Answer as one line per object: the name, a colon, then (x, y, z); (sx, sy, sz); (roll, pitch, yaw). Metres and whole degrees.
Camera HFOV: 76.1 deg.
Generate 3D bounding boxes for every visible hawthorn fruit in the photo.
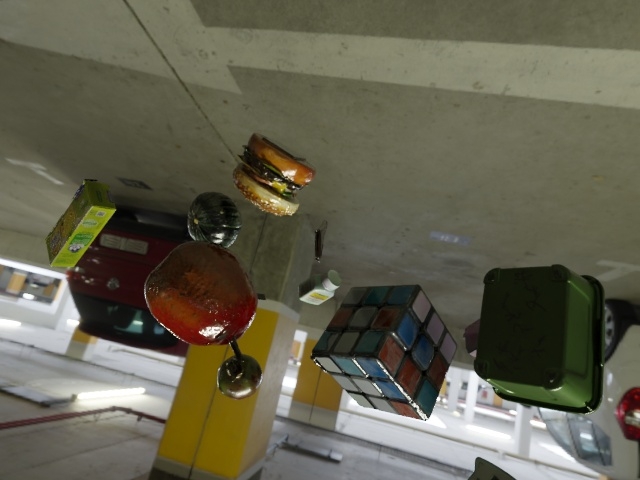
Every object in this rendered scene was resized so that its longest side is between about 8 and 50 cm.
hawthorn fruit: (-0.310, 0.183, 1.146); (0.369, 0.284, 0.285); (55, 174, 16)

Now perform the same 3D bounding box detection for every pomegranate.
pomegranate: (-0.224, 0.381, 1.162); (0.129, 0.129, 0.159); (19, 142, -18)

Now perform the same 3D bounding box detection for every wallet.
wallet: (0.000, 0.000, 1.668); (0.031, 0.137, 0.255); (6, -168, 5)

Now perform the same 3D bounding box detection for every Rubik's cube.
Rubik's cube: (0.245, 0.397, 1.522); (0.363, 0.359, 0.362); (-16, 117, 48)

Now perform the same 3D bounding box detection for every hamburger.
hamburger: (-0.170, -0.225, 1.442); (0.291, 0.225, 0.291); (32, -166, -9)

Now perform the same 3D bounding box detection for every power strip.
power strip: (0.576, 0.287, 1.354); (0.037, 0.109, 0.279); (23, 137, -10)

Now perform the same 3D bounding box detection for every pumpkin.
pumpkin: (-0.396, -0.072, 1.518); (0.220, 0.221, 0.161); (1, 180, 40)

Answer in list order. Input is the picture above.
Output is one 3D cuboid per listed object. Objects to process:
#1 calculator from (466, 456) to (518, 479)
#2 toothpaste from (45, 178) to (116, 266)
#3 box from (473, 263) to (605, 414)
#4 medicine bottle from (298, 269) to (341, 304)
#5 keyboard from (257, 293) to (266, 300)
calculator: (0.575, 0.882, 1.266); (0.054, 0.256, 0.386); (43, 174, -21)
toothpaste: (-0.782, -0.049, 1.324); (0.327, 0.110, 0.077); (-42, 154, 25)
box: (0.512, 0.219, 0.975); (0.177, 0.329, 0.252); (28, 156, -36)
medicine bottle: (0.002, 0.129, 1.138); (0.074, 0.055, 0.118); (24, 135, -35)
keyboard: (-0.376, 0.278, 2.071); (0.198, 0.010, 0.064); (8, -161, -20)
